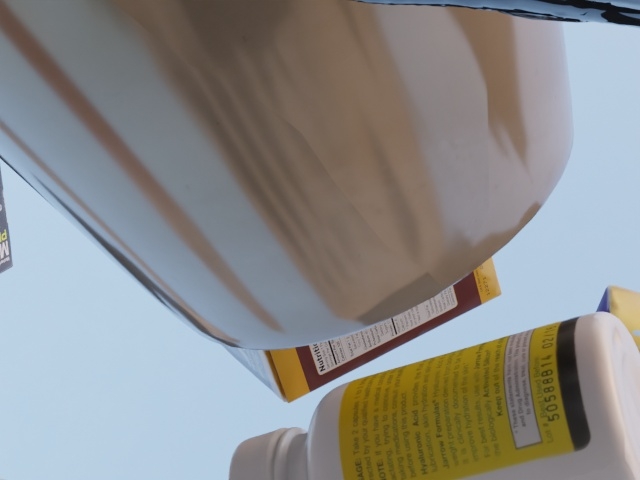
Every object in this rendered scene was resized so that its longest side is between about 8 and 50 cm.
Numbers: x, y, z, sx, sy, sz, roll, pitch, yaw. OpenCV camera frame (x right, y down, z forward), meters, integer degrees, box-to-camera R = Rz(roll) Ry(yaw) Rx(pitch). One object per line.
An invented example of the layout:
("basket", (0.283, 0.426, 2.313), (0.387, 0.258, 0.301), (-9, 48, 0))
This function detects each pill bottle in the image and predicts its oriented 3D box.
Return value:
("pill bottle", (0.036, 0.065, 0.459), (0.116, 0.065, 0.065), (-17, -123, 18))

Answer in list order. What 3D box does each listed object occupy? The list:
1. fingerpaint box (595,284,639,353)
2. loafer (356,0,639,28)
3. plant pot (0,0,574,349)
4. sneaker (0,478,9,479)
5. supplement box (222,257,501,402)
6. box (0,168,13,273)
("fingerpaint box", (0.292, 0.249, 0.840), (0.371, 0.163, 0.445), (16, -148, 1))
("loafer", (0.040, -0.092, 0.422), (0.223, 0.078, 0.076), (13, -85, 13))
("plant pot", (-0.039, -0.122, 0.649), (0.323, 0.280, 0.323), (-23, -152, 12))
("sneaker", (-0.378, 0.327, 1.489), (0.292, 0.169, 0.108), (-17, -161, 9))
("supplement box", (0.000, 0.000, 1.280), (0.194, 0.129, 0.191), (-25, -154, -17))
("box", (-0.394, -0.039, 1.546), (0.060, 0.270, 0.216), (1, -73, 19))
